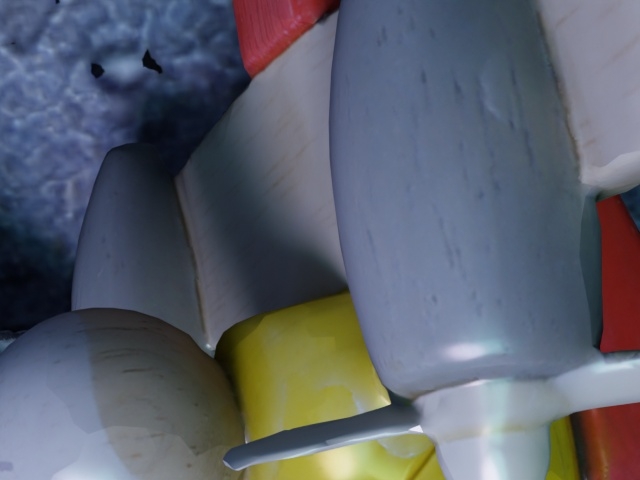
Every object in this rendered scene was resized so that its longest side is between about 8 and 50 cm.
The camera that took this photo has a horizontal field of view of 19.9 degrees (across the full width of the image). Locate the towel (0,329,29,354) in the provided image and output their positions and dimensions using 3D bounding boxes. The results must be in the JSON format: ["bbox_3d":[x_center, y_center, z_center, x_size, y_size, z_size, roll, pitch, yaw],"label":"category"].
[{"bbox_3d":[-0.206,0.131,0.762,0.235,0.283,0.121,-29,74,21],"label":"towel"}]

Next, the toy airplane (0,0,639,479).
[{"bbox_3d":[0.000,0.000,0.597,0.272,0.384,0.386,-28,136,-21],"label":"toy airplane"}]
